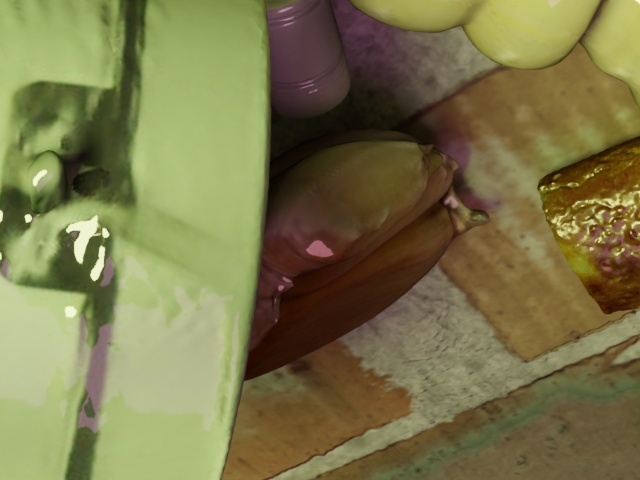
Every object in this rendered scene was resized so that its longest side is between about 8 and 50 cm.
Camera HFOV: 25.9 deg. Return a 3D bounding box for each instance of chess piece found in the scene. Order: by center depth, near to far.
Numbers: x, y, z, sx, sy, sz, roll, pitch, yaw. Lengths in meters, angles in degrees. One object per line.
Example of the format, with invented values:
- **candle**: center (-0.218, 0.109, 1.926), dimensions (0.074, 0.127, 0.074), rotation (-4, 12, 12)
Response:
- **chess piece**: center (0.146, -0.156, 0.790), dimensions (0.299, 0.167, 0.167), rotation (13, 132, -12)

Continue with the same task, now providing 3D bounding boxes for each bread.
- **bread**: center (0.251, -0.026, 0.959), dimensions (0.172, 0.103, 0.132), rotation (-25, 131, 19)

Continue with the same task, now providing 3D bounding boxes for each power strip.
- **power strip**: center (-0.131, -0.003, 0.741), dimensions (0.161, 0.357, 0.357), rotation (7, 134, -13)

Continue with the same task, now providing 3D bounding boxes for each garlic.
- **garlic**: center (0.000, 0.000, 0.924), dimensions (0.228, 0.110, 0.217), rotation (-18, 153, -47)

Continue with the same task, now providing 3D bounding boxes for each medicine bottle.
- **medicine bottle**: center (-0.017, -0.124, 0.847), dimensions (0.057, 0.057, 0.089), rotation (-14, 136, 5)
